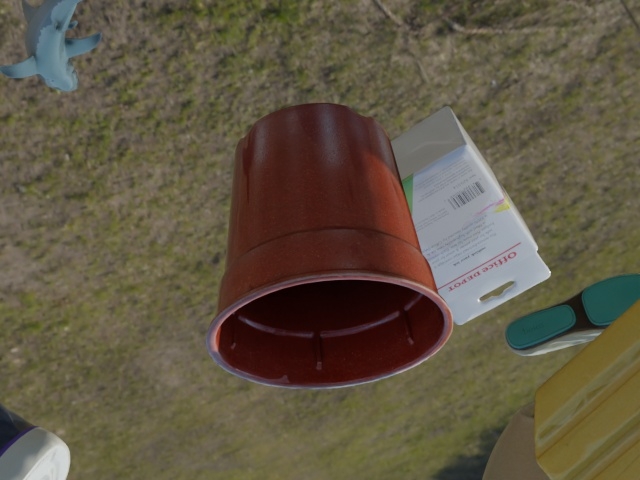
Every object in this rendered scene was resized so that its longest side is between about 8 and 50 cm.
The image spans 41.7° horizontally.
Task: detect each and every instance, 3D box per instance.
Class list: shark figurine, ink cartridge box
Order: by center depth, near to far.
[{"bbox_3d":[-0.377,-0.331,1.194,0.166,0.116,0.278,-14,153,-50],"label":"shark figurine"},{"bbox_3d":[0.224,-0.029,1.424,0.207,0.119,0.353,-31,128,15],"label":"ink cartridge box"}]

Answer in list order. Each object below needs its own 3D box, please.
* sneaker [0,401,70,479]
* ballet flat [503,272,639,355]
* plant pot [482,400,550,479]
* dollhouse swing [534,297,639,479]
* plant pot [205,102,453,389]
[{"bbox_3d":[-0.382,0.222,0.660,0.323,0.236,0.130,-50,157,-56],"label":"sneaker"},{"bbox_3d":[0.394,0.116,1.238,0.248,0.086,0.086,-21,160,28],"label":"ballet flat"},{"bbox_3d":[0.358,0.332,1.195,0.284,0.191,0.284,-5,-177,0],"label":"plant pot"},{"bbox_3d":[0.306,0.101,0.497,0.305,0.347,0.315,-38,151,0],"label":"dollhouse swing"},{"bbox_3d":[0.000,0.000,0.995,0.272,0.265,0.272,-4,146,-3],"label":"plant pot"}]
